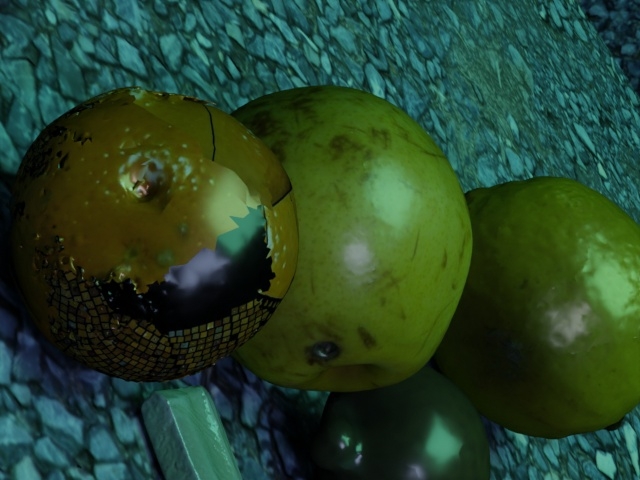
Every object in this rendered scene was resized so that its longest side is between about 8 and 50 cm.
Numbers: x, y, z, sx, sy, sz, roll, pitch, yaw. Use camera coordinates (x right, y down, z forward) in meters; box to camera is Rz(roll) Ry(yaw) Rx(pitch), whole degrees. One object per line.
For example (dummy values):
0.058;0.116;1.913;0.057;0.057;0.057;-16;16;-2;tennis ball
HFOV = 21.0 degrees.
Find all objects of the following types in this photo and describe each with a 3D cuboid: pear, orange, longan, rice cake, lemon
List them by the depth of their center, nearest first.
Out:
-0.130;-0.008;1.339;0.182;0.234;0.234;85;-6;-60;orange
-0.082;0.226;1.415;0.080;0.042;0.222;4;61;-67;rice cake
0.000;0.000;1.524;0.281;0.280;0.281;44;31;-35;pear
0.066;0.196;1.593;0.204;0.159;0.185;15;53;-47;longan
0.253;0.075;1.937;0.297;0.297;0.297;44;31;-35;lemon
